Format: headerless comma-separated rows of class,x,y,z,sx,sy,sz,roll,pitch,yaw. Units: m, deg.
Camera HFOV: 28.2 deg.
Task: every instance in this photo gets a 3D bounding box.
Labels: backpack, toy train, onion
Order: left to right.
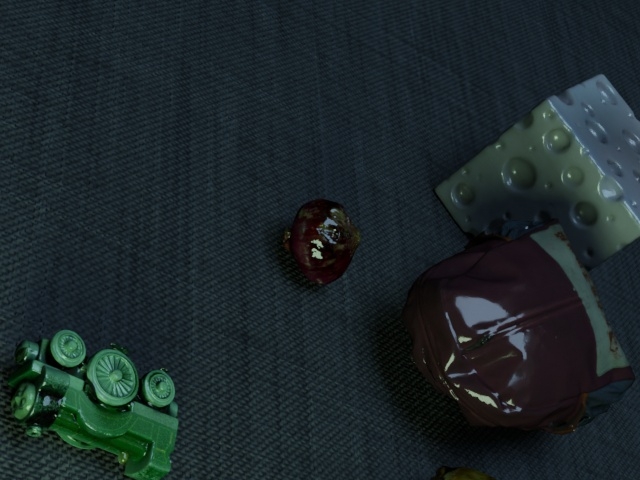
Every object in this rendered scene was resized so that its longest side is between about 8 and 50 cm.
toy train,-0.216,0.156,1.214,0.178,0.071,0.104,28,51,-31
onion,0.000,0.000,1.581,0.107,0.097,0.107,1,90,-71
backpack,0.236,0.129,1.633,0.317,0.197,0.283,-16,71,-47

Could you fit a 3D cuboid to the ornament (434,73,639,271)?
ornament,0.369,-0.073,1.923,0.239,0.239,0.240,54,35,7

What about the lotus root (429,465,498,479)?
lotus root,0.223,0.364,1.489,0.258,0.097,0.110,51,32,-5
